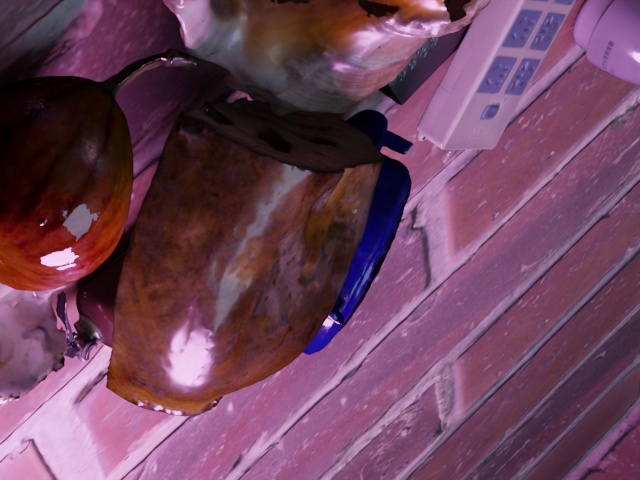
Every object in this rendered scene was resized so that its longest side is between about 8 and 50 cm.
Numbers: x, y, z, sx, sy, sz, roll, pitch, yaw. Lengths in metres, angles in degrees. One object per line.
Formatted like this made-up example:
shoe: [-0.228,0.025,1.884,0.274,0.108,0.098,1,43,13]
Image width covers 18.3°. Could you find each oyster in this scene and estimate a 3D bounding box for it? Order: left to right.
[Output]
oyster: [-0.273,0.050,1.588,0.191,0.081,0.163,75,34,-47]

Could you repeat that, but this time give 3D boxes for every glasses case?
glasses case: [0.123,-0.216,1.917,0.190,0.042,0.072,-46,150,-8]

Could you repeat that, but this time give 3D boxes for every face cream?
face cream: [0.349,-0.236,2.214,0.117,0.104,0.117,-41,157,-22]

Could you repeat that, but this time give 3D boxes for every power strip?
power strip: [0.202,-0.230,1.921,0.106,0.043,0.367,-4,128,-53]

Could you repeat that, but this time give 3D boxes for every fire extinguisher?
fire extinguisher: [-0.158,0.030,1.756,0.231,0.071,0.099,-39,144,-22]

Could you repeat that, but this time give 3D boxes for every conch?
conch: [0.008,-0.220,1.496,0.324,0.186,0.263,-33,162,35]

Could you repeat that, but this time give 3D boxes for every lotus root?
lotus root: [-0.067,0.026,1.605,0.260,0.149,0.267,-67,169,13]

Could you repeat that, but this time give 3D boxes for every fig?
fig: [-0.201,-0.061,1.436,0.149,0.148,0.202,-7,114,-76]

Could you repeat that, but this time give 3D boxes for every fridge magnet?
fridge magnet: [0.000,0.000,1.861,0.265,0.113,0.265,-60,-174,11]
